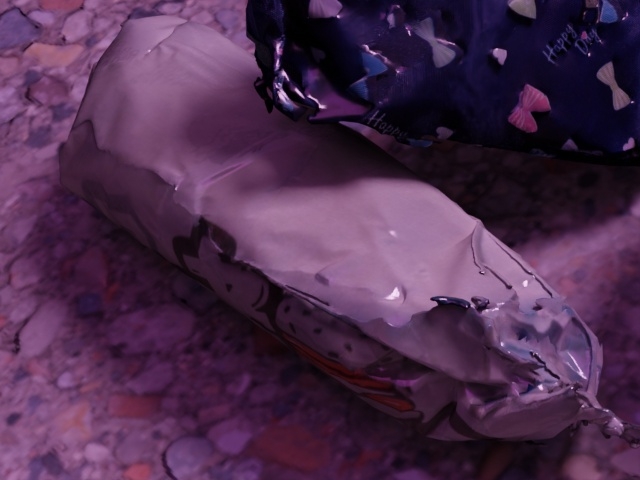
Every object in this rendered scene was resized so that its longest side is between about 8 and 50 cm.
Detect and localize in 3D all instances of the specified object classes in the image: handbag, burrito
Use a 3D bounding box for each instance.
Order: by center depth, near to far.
[{"bbox_3d":[0.085,-0.131,0.986,0.260,0.162,0.113,2,14,-14],"label":"handbag"},{"bbox_3d":[0.000,0.000,0.994,0.139,0.101,0.445,-29,45,-26],"label":"burrito"}]
